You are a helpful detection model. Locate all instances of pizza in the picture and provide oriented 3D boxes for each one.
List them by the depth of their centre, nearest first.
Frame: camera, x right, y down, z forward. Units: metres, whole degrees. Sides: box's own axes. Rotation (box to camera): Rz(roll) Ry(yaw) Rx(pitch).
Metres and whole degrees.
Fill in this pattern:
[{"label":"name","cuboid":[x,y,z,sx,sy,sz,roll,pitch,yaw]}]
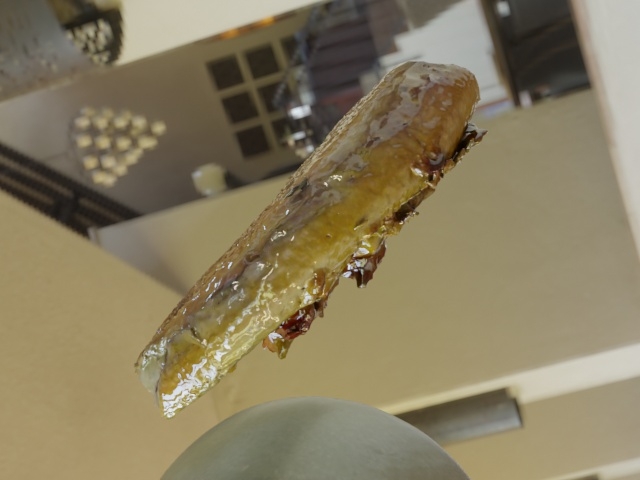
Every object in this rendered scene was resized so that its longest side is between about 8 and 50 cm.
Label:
[{"label":"pizza","cuboid":[0.000,0.000,0.864,0.085,0.305,0.161,44,169,-7]}]

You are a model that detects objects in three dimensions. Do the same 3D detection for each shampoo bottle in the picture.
[{"label":"shampoo bottle","cuboid":[-0.010,0.296,1.101,0.317,0.323,0.322,-25,-81,-69]}]
